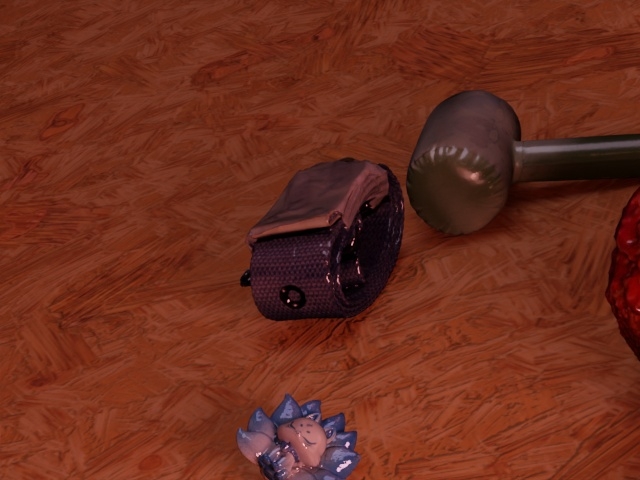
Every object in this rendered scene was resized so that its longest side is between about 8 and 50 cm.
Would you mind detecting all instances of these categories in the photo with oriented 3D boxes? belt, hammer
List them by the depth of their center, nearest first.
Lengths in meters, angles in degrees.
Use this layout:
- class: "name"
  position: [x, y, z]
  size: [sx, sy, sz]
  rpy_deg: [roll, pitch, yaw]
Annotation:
- class: "belt"
  position: [0.000, 0.000, 2.032]
  size: [0.126, 0.140, 0.230]
  rpy_deg: [-3, 29, 26]
- class: "hammer"
  position: [0.270, -0.097, 2.130]
  size: [0.335, 0.119, 0.206]
  rpy_deg: [-3, 28, 13]

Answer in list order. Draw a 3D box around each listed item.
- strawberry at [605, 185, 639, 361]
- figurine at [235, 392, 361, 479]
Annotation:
- class: "strawberry"
  position: [0.355, 0.056, 1.597]
  size: [0.274, 0.274, 0.220]
  rpy_deg: [-34, -14, -35]
- class: "figurine"
  position: [-0.011, 0.184, 1.708]
  size: [0.114, 0.079, 0.114]
  rpy_deg: [0, 46, 0]
